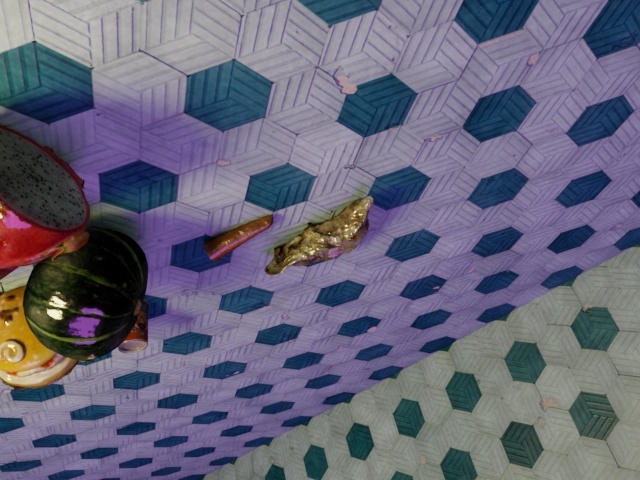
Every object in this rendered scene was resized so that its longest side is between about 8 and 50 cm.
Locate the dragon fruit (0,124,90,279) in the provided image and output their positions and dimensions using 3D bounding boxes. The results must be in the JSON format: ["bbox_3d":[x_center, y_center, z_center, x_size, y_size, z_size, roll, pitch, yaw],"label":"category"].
[{"bbox_3d":[-0.611,-0.054,1.108,0.225,0.306,0.305,-38,144,14],"label":"dragon fruit"}]

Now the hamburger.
[{"bbox_3d":[-0.787,0.233,1.550,0.302,0.261,0.186,20,147,19],"label":"hamburger"}]

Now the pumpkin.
[{"bbox_3d":[-0.550,0.128,1.411,0.241,0.324,0.323,16,146,4],"label":"pumpkin"}]

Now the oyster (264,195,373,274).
[{"bbox_3d":[0.021,-0.004,1.700,0.396,0.111,0.204,-31,164,20],"label":"oyster"}]

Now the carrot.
[{"bbox_3d":[-0.217,-0.013,1.600,0.209,0.061,0.061,-29,147,10],"label":"carrot"}]

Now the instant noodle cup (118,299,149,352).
[{"bbox_3d":[-0.575,0.262,1.776,0.127,0.136,0.127,-13,149,-8],"label":"instant noodle cup"}]
